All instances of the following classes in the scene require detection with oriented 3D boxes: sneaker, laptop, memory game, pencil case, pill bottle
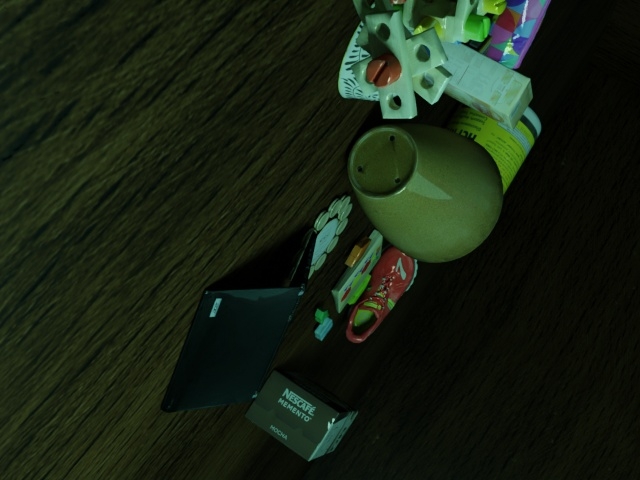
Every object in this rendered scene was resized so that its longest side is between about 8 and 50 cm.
[{"bbox_3d":[0.145,0.135,1.888,0.279,0.107,0.118,-64,176,22],"label":"sneaker"},{"bbox_3d":[-0.117,0.118,1.204,0.264,0.137,0.234,-79,-168,-60],"label":"laptop"},{"bbox_3d":[0.000,0.000,1.367,0.186,0.012,0.186,-52,164,-21],"label":"memory game"},{"bbox_3d":[0.399,-0.452,1.562,0.104,0.104,0.236,-39,157,-51],"label":"pencil case"},{"bbox_3d":[0.326,-0.156,1.735,0.334,0.188,0.188,-58,166,-9],"label":"pill bottle"}]

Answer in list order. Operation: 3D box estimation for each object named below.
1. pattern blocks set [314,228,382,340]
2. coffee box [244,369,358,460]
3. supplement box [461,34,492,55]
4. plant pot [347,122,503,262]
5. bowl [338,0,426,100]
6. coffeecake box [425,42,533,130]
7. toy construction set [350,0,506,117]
[{"bbox_3d":[0.082,0.064,1.734,0.325,0.026,0.285,-51,164,-27],"label":"pattern blocks set"},{"bbox_3d":[-0.033,0.378,1.732,0.119,0.168,0.297,-57,166,-3],"label":"coffee box"},{"bbox_3d":[0.291,-0.356,1.515,0.055,0.043,0.083,-50,163,-27],"label":"supplement box"},{"bbox_3d":[0.153,-0.099,1.302,0.237,0.237,0.254,-59,151,5],"label":"plant pot"},{"bbox_3d":[0.103,-0.249,1.057,0.170,0.080,0.170,-52,165,-20],"label":"bowl"},{"bbox_3d":[0.243,-0.260,1.275,0.068,0.185,0.142,-60,165,8],"label":"coffeecake box"},{"bbox_3d":[0.103,-0.267,0.838,0.327,0.151,0.215,-54,153,-50],"label":"toy construction set"}]
